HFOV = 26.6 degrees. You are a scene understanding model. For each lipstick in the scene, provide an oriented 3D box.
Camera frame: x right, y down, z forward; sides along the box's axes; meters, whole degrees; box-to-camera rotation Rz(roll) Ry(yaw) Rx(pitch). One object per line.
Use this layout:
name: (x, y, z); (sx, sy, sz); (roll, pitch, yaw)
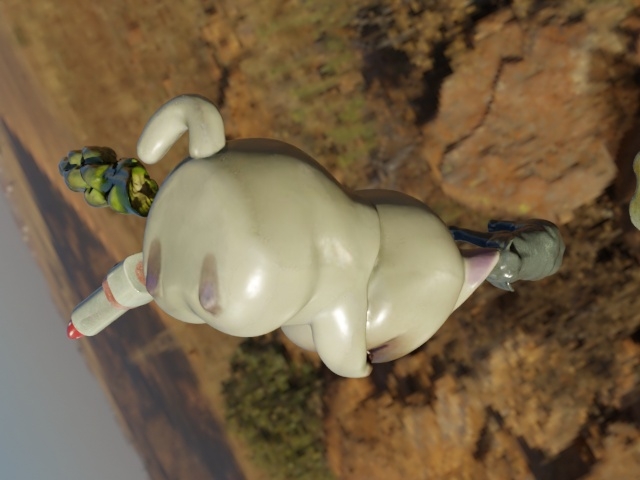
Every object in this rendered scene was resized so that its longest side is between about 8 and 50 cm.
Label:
lipstick: (-0.258, 0.075, 1.634); (0.186, 0.063, 0.057); (-34, 76, 41)

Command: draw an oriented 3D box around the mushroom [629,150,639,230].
mushroom: (0.373, 0.007, 1.120); (0.312, 0.081, 0.100); (43, 138, 52)

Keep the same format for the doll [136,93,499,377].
doll: (-0.017, 0.020, 1.392); (0.370, 0.226, 0.215); (27, 158, -34)

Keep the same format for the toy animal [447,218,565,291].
toy animal: (0.233, 0.022, 1.832); (0.137, 0.269, 0.082); (5, 103, 39)

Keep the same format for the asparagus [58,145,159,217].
asparagus: (-0.257, -0.076, 1.642); (0.287, 0.080, 0.080); (15, 133, 57)
